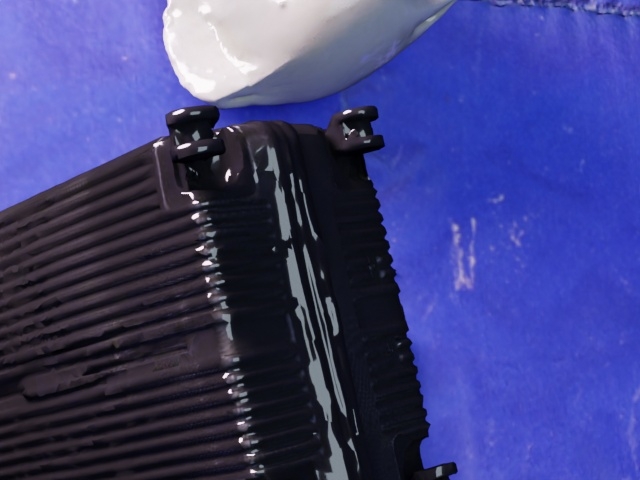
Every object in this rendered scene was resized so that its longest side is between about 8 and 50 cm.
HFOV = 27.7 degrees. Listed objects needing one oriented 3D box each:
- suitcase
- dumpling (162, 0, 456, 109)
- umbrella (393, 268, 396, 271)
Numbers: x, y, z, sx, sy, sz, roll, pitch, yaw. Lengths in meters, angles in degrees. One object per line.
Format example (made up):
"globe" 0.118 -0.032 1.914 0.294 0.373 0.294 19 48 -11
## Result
"suitcase" -0.103 0.073 0.755 0.152 0.335 0.229 -5 81 -46
"dumpling" -0.016 -0.202 1.012 0.252 0.131 0.179 -32 75 -10
"umbrella" 0.002 0.001 1.018 0.149 0.022 0.022 23 95 -23
